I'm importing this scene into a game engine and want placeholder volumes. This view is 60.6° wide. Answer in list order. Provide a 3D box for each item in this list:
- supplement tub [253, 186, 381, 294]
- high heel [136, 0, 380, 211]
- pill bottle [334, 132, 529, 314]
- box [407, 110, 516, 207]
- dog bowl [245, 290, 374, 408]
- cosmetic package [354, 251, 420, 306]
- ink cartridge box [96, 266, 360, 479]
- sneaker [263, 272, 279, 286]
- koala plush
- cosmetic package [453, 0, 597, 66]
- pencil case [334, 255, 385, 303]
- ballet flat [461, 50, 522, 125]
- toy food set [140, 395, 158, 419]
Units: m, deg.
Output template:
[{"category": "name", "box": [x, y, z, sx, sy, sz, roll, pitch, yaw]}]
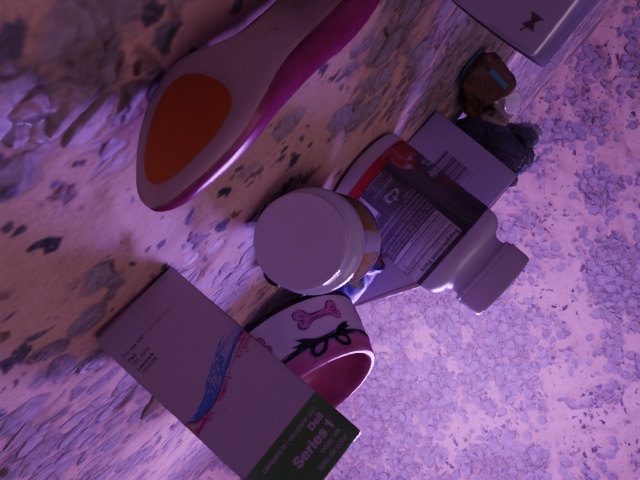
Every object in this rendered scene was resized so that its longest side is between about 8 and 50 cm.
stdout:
[{"category": "supplement tub", "box": [0.000, 0.000, 0.767, 0.144, 0.144, 0.200, -50, 168, 10]}, {"category": "high heel", "box": [-0.037, -0.117, 0.402, 0.244, 0.082, 0.117, -61, 159, 0]}, {"category": "pill bottle", "box": [0.189, -0.024, 0.948, 0.176, 0.318, 0.176, -47, 170, -11]}, {"category": "box", "box": [0.287, -0.119, 1.267, 0.168, 0.215, 0.345, -48, 168, 2]}, {"category": "dog bowl", "box": [-0.050, 0.310, 1.284, 0.408, 0.150, 0.408, -28, 148, -19]}, {"category": "cosmetic package", "box": [0.188, 0.083, 1.507, 0.309, 0.113, 0.160, -22, -177, 28]}, {"category": "ink cartridge box", "box": [-0.102, 0.179, 0.657, 0.117, 0.278, 0.201, -48, 169, -15]}, {"category": "sneaker", "box": [-0.017, -0.004, 0.922, 0.191, 0.071, 0.083, -42, 177, 12]}, {"category": "koala plush", "box": [0.442, -0.218, 1.358, 0.196, 0.203, 0.221, -60, -156, 14]}, {"category": "cosmetic package", "box": [0.230, -0.300, 0.597, 0.151, 0.151, 0.184, -54, 169, 25]}, {"category": "pencil case", "box": [0.027, 0.135, 1.402, 0.133, 0.119, 0.306, 16, 119, -49]}, {"category": "ballet flat", "box": [0.376, -0.311, 1.182, 0.116, 0.124, 0.342, -50, 169, 11]}, {"category": "toy food set", "box": [-0.228, 0.216, 0.943, 0.192, 0.038, 0.132, -21, 144, -56]}]
